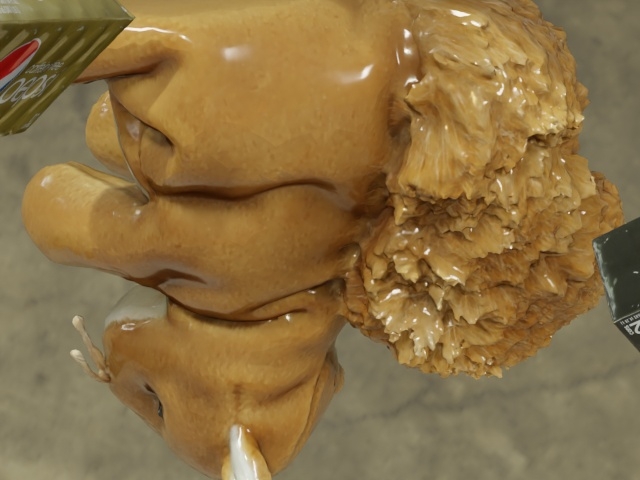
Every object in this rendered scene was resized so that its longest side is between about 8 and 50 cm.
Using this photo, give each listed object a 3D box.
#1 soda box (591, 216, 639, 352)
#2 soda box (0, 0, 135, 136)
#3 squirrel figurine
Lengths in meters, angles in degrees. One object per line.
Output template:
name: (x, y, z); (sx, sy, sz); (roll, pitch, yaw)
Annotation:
soda box: (0.222, -0.002, 0.954); (0.053, 0.169, 0.060); (45, 27, -41)
soda box: (-0.115, -0.069, 0.610); (0.058, 0.061, 0.181); (46, 9, -1)
squirrel figurine: (0.000, 0.000, 1.293); (0.396, 0.371, 0.281); (6, 24, 12)
